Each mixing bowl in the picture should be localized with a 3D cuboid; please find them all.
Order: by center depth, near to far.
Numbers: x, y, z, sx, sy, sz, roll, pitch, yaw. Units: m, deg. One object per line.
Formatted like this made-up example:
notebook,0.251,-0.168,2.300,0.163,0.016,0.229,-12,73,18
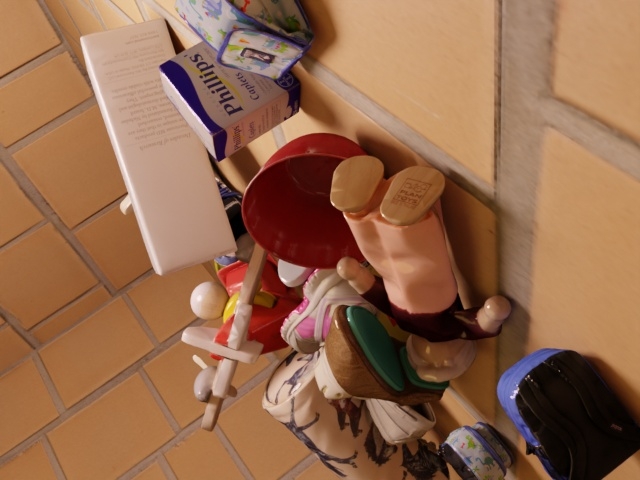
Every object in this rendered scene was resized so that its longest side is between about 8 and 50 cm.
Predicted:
mixing bowl,0.003,-0.061,0.810,0.098,0.181,0.181,-83,-22,-45

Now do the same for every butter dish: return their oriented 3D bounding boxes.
butter dish,-0.162,0.131,1.654,0.160,0.159,0.118,57,-158,-25

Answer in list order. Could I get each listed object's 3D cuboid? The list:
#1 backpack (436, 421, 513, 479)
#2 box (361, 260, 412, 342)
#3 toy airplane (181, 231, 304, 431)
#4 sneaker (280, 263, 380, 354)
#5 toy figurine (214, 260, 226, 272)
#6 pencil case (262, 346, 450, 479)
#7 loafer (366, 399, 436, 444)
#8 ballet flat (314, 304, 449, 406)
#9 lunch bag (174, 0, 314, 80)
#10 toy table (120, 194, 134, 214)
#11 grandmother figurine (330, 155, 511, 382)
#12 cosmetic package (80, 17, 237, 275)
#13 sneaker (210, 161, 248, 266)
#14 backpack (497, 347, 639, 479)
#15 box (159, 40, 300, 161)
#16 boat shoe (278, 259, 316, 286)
backpack,0.243,0.333,1.043,0.105,0.084,0.114,49,170,21
box,0.097,0.120,1.088,0.232,0.058,0.087,60,164,-19
toy airplane,-0.178,0.173,1.433,0.272,0.386,0.384,23,148,23
sneaker,0.022,0.116,1.000,0.111,0.103,0.252,41,148,11
toy figurine,-0.130,0.133,1.834,0.217,0.191,0.363,13,139,23
pencil case,0.073,0.372,1.318,0.410,0.183,0.160,45,149,-13
loafer,0.103,0.216,1.242,0.111,0.112,0.320,-40,79,40
ballet flat,0.069,0.177,0.933,0.342,0.124,0.116,30,-142,-58
lunch bag,-0.081,-0.250,0.750,0.151,0.096,0.129,43,166,-11
toy table,-0.449,-0.180,1.897,0.274,0.252,0.161,58,152,23
grandmother figurine,0.122,0.058,0.781,0.207,0.104,0.342,25,153,36
cosmetic package,-0.320,-0.172,1.339,0.230,0.161,0.454,-176,69,-74
sneaker,-0.245,-0.098,1.633,0.316,0.127,0.182,60,153,1
backpack,0.232,0.169,0.666,0.120,0.098,0.101,54,170,0
box,-0.117,-0.197,0.881,0.126,0.137,0.072,51,165,13
boat shoe,-0.004,0.017,1.017,0.065,0.183,0.083,-12,129,28
